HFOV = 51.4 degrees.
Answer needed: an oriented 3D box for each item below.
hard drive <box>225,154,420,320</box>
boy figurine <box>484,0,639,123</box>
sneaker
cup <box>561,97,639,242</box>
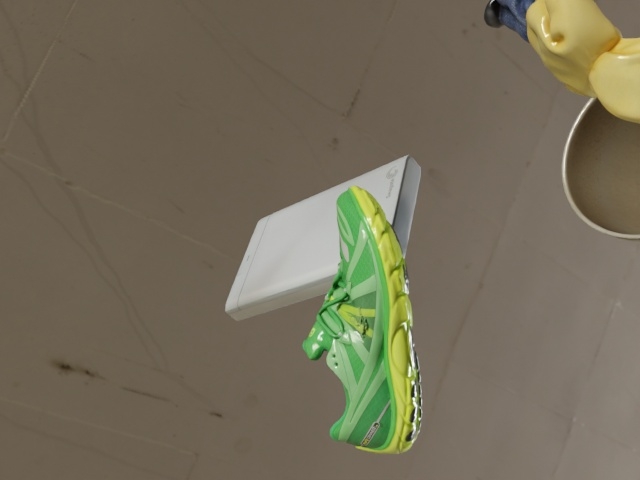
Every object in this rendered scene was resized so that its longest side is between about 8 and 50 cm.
[{"bbox_3d":[0.000,0.000,1.150,0.047,0.353,0.232,46,-138,-30],"label":"hard drive"},{"bbox_3d":[0.279,-0.230,0.728,0.092,0.285,0.177,-40,-42,5],"label":"boy figurine"},{"bbox_3d":[0.038,0.083,0.724,0.124,0.109,0.295,-6,-97,10],"label":"sneaker"},{"bbox_3d":[0.625,-0.124,1.135,0.237,0.331,0.330,22,-91,-33],"label":"cup"}]
